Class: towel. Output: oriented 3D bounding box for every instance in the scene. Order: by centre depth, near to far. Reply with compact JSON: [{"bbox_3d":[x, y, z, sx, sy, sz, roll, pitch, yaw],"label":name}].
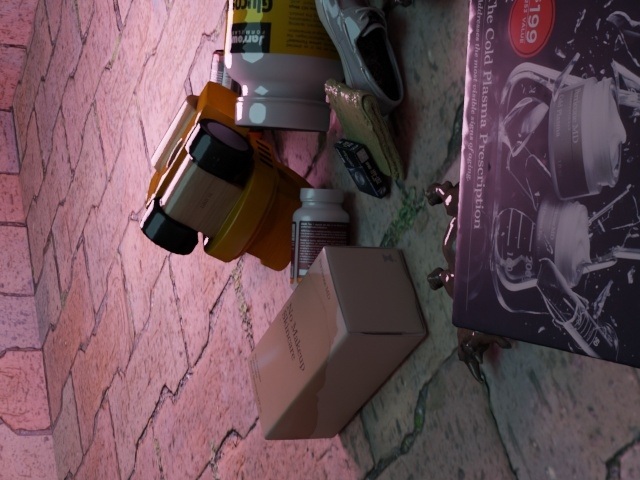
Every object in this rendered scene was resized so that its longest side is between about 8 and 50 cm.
[{"bbox_3d":[0.062,-0.151,1.511,0.110,0.027,0.148,33,157,53],"label":"towel"}]

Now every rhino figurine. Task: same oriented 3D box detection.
[{"bbox_3d":[0.177,0.045,1.298,0.106,0.073,0.243,164,105,-66],"label":"rhino figurine"}]

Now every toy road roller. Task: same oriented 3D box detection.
[{"bbox_3d":[-0.137,-0.085,1.769,0.202,0.241,0.329,-56,20,19],"label":"toy road roller"}]

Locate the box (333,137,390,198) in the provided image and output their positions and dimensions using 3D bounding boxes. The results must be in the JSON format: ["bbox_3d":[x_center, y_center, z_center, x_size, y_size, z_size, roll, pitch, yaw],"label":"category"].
[{"bbox_3d":[0.057,-0.101,1.554,0.083,0.018,0.067,59,165,-26],"label":"box"}]

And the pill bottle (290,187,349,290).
[{"bbox_3d":[0.000,0.000,1.640,0.086,0.086,0.152,5,93,64],"label":"pill bottle"}]

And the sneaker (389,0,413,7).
[{"bbox_3d":[0.108,-0.386,1.473,0.125,0.104,0.262,-47,25,7],"label":"sneaker"}]

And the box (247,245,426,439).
[{"bbox_3d":[0.014,0.150,1.561,0.311,0.121,0.148,-58,39,46],"label":"box"}]

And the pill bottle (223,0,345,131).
[{"bbox_3d":[-0.047,-0.331,1.644,0.188,0.188,0.333,9,97,63],"label":"pill bottle"}]

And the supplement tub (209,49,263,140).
[{"bbox_3d":[-0.147,-0.229,1.933,0.106,0.106,0.197,30,116,61],"label":"supplement tub"}]

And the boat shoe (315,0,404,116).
[{"bbox_3d":[0.062,-0.282,1.521,0.081,0.079,0.227,-18,90,56],"label":"boat shoe"}]

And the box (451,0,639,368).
[{"bbox_3d":[0.280,-0.073,0.979,0.312,0.179,0.343,6,94,62],"label":"box"}]
